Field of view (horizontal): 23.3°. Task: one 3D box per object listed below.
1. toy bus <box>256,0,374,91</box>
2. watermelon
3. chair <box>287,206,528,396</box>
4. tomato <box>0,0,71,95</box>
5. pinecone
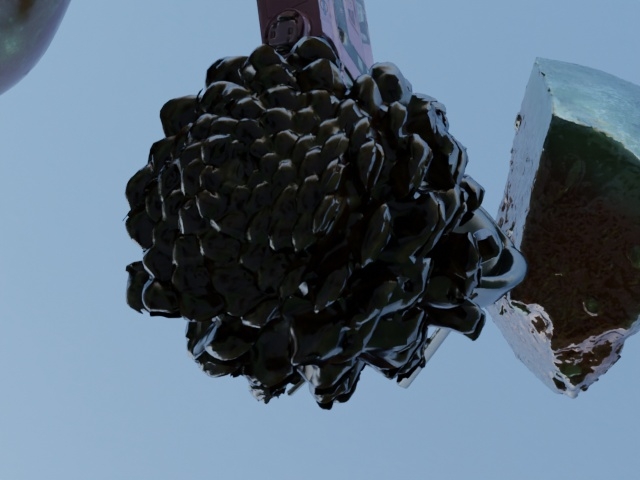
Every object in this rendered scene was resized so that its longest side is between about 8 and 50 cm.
[{"bbox_3d":[-0.007,-0.172,1.149,0.063,0.090,0.203,-20,-114,30],"label":"toy bus"},{"bbox_3d":[0.197,0.009,1.237,0.193,0.139,0.257,-101,-151,-60],"label":"watermelon"},{"bbox_3d":[0.056,0.034,1.094,0.221,0.104,0.095,-43,-123,54],"label":"chair"},{"bbox_3d":[-0.303,-0.218,1.076,0.270,0.222,0.270,1,-87,16],"label":"tomato"},{"bbox_3d":[0.000,0.000,0.912,0.221,0.221,0.221,-7,-108,21],"label":"pinecone"}]
